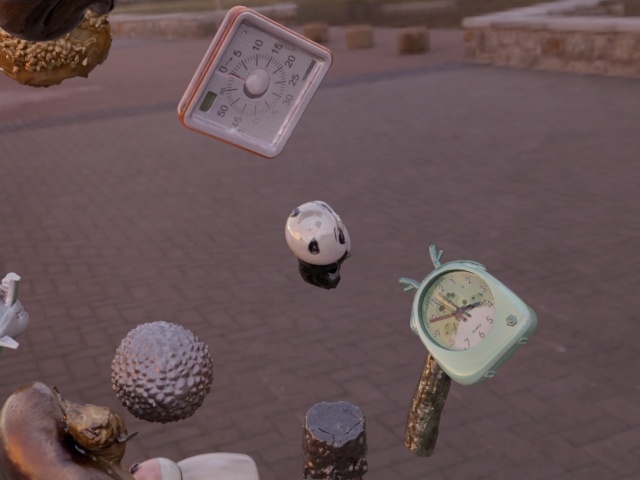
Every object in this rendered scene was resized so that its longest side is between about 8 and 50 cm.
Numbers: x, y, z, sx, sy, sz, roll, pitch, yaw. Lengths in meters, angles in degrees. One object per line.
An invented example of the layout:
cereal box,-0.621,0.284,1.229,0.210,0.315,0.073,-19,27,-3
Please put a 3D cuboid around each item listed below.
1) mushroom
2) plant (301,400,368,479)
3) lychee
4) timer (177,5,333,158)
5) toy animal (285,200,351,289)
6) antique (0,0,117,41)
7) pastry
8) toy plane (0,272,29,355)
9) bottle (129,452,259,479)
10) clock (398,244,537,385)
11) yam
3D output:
mushroom,-0.358,0.337,1.387,0.163,0.278,0.297,-35,70,-31
plant,0.036,0.543,2.501,0.178,0.234,0.204,-1,38,-10
lychee,-0.252,0.206,1.525,0.165,0.165,0.197,-3,30,3
timer,-0.148,-0.323,1.894,0.161,0.257,0.250,40,17,31
toy animal,0.000,0.000,2.050,0.138,0.166,0.179,-29,-22,-7
antique,-0.337,-0.313,1.107,0.143,0.121,0.257,-26,-2,-3
pastry,-0.517,-0.432,1.719,0.255,0.311,0.162,-38,-11,-13
toy plane,-0.515,0.136,1.539,0.080,0.174,0.174,15,12,-11
bottle,-0.239,0.454,1.716,0.236,0.148,0.147,9,9,-23
clock,0.217,0.105,1.470,0.211,0.159,0.066,50,15,24
yam,0.195,0.229,1.601,0.061,0.274,0.061,13,11,-3
